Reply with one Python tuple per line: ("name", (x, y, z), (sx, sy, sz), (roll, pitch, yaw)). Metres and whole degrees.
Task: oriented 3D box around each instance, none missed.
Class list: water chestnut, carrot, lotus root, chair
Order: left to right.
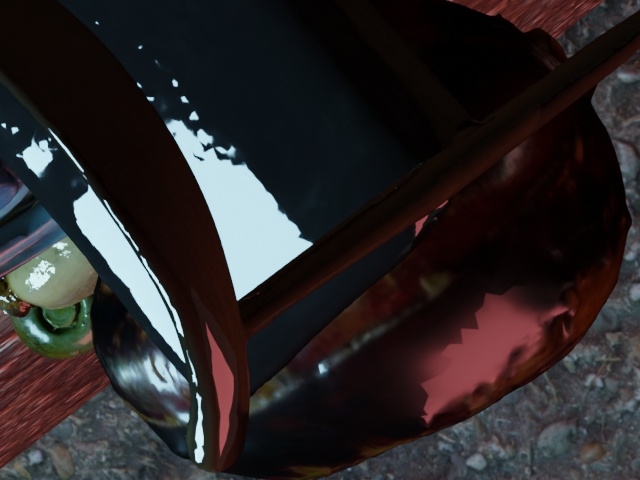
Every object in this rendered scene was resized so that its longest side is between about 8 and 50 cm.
("carrot", (-0.190, 0.046, 1.354), (0.078, 0.078, 0.298), (-37, -178, -6))
("lotus root", (-0.135, -0.010, 1.058), (0.150, 0.062, 0.073), (-46, 170, 14))
("chair", (-0.038, -0.049, 0.575), (0.166, 0.188, 0.272), (-42, 178, 42))
("water chestnut", (0.002, -0.024, 0.933), (0.300, 0.300, 0.300), (-37, 177, -2))

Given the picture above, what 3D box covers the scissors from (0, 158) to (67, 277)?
("scissors", (-0.240, 0.040, 0.732), (0.393, 0.032, 0.180), (-35, 160, 2))
